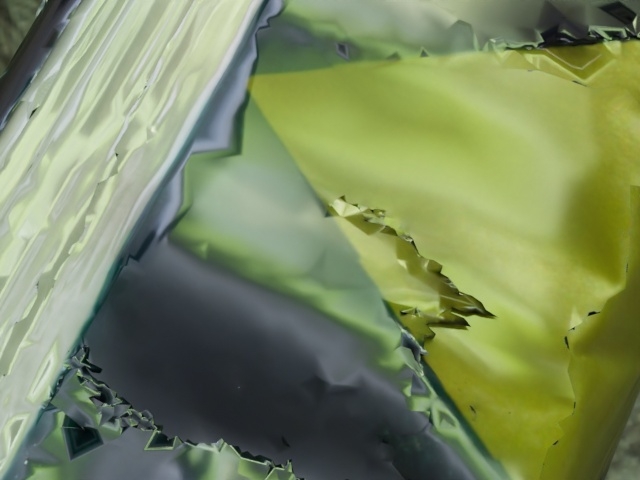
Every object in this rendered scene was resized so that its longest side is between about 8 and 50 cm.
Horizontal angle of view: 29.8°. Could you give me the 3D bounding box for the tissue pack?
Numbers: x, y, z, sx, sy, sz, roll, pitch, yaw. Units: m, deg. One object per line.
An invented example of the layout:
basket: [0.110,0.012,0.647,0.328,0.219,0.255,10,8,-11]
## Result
tissue pack: [0.000,0.000,0.491,0.253,0.417,0.264,26,-19,5]
